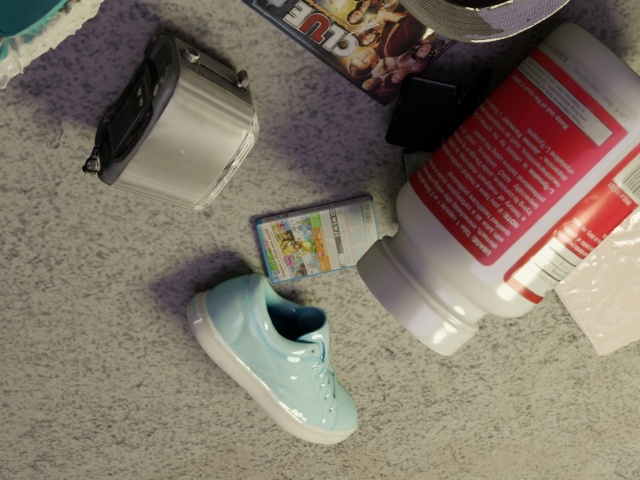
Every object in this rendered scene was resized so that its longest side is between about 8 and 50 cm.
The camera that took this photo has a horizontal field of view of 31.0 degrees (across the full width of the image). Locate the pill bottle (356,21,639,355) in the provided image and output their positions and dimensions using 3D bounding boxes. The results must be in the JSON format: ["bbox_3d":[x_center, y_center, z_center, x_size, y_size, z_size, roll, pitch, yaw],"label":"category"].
[{"bbox_3d":[0.246,-0.054,1.449,0.407,0.229,0.229,-46,125,12],"label":"pill bottle"}]

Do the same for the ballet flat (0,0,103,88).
[{"bbox_3d":[-0.354,-0.246,1.282,0.409,0.147,0.147,-31,130,24],"label":"ballet flat"}]

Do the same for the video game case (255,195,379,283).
[{"bbox_3d":[0.000,0.000,1.638,0.166,0.015,0.119,-12,133,-1],"label":"video game case"}]

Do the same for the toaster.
[{"bbox_3d":[-0.177,-0.131,1.412,0.146,0.129,0.227,21,123,-29],"label":"toaster"}]

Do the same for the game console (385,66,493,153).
[{"bbox_3d":[0.153,-0.174,1.486,0.107,0.071,0.122,-41,160,-37],"label":"game console"}]

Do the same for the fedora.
[{"bbox_3d":[0.169,-0.368,1.273,0.244,0.124,0.275,-32,129,16],"label":"fedora"}]

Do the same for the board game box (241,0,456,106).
[{"bbox_3d":[0.047,-0.283,1.379,0.243,0.042,0.165,32,119,-32],"label":"board game box"}]

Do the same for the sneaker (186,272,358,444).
[{"bbox_3d":[-0.029,0.179,1.704,0.150,0.135,0.366,-28,131,24],"label":"sneaker"}]

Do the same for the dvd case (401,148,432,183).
[{"bbox_3d":[0.240,-0.061,1.587,0.239,0.029,0.179,-10,114,-1],"label":"dvd case"}]

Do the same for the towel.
[{"bbox_3d":[0.504,0.006,1.717,0.332,0.053,0.317,-28,131,13],"label":"towel"}]
